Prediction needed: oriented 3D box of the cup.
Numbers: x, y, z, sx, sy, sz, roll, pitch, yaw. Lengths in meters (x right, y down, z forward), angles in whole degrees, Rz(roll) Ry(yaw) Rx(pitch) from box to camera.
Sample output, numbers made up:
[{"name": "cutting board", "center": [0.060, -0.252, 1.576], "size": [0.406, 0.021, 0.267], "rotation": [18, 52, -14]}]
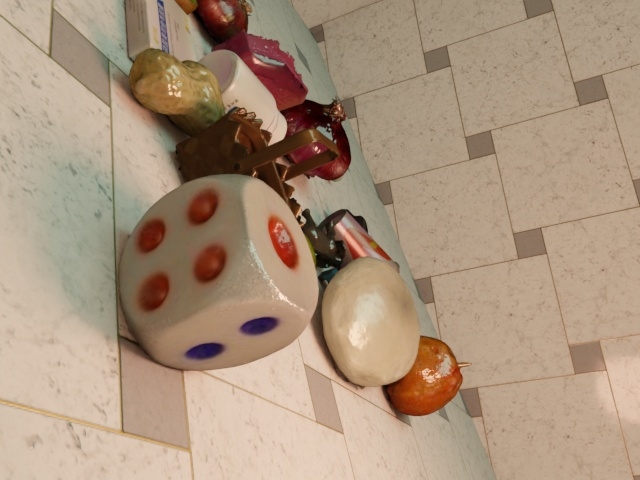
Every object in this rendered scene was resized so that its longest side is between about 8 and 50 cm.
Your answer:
[{"name": "cup", "center": [0.120, 0.040, 2.128], "size": [0.288, 0.203, 0.203], "rotation": [50, 19, -19]}]

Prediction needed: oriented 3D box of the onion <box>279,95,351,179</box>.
[{"name": "onion", "center": [-0.012, -0.385, 2.167], "size": [0.348, 0.285, 0.347], "rotation": [39, 21, -18]}]

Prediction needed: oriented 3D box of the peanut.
[{"name": "peanut", "center": [-0.309, -0.331, 1.356], "size": [0.291, 0.143, 0.159], "rotation": [30, 59, -64]}]

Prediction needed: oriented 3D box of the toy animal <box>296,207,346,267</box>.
[{"name": "toy animal", "center": [-0.003, 0.004, 1.932], "size": [0.245, 0.114, 0.146], "rotation": [20, 34, -38]}]

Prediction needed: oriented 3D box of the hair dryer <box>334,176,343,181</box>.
[{"name": "hair dryer", "center": [-0.002, -0.377, 2.634], "size": [0.206, 0.075, 0.237], "rotation": [33, 26, -51]}]

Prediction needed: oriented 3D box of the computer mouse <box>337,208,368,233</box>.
[{"name": "computer mouse", "center": [0.110, -0.035, 2.374], "size": [0.264, 0.088, 0.147], "rotation": [25, 60, -67]}]

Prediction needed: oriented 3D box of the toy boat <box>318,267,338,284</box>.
[{"name": "toy boat", "center": [0.059, 0.175, 1.925], "size": [0.185, 0.077, 0.075], "rotation": [54, 17, -3]}]

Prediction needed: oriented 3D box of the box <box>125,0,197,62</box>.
[{"name": "box", "center": [-0.392, -0.511, 1.517], "size": [0.200, 0.065, 0.343], "rotation": [44, 25, -51]}]

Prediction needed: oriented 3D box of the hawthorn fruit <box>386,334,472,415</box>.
[{"name": "hawthorn fruit", "center": [0.354, 0.435, 2.024], "size": [0.277, 0.298, 0.277], "rotation": [-14, 90, -82]}]

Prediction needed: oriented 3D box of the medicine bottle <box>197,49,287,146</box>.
[{"name": "medicine bottle", "center": [-0.218, -0.372, 1.672], "size": [0.293, 0.170, 0.170], "rotation": [39, 29, -56]}]

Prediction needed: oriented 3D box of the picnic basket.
[{"name": "picnic basket", "center": [-0.123, -0.151, 1.368], "size": [0.291, 0.321, 0.254], "rotation": [68, 12, 7]}]

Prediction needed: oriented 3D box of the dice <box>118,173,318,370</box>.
[{"name": "dice", "center": [-0.165, 0.055, 1.015], "size": [0.243, 0.251, 0.259], "rotation": [40, 28, -52]}]

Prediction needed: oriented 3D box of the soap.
[{"name": "soap", "center": [-0.189, -0.523, 1.945], "size": [0.325, 0.220, 0.127], "rotation": [36, 40, -61]}]

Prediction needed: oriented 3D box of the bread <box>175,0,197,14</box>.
[{"name": "bread", "center": [-0.435, -0.735, 1.692], "size": [0.236, 0.070, 0.236], "rotation": [57, 11, -17]}]

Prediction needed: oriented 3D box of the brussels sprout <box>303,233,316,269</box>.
[{"name": "brussels sprout", "center": [-0.080, 0.051, 1.502], "size": [0.181, 0.144, 0.161], "rotation": [-36, 143, -57]}]

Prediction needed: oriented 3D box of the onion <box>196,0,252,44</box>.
[{"name": "onion", "center": [-0.323, -0.745, 1.986], "size": [0.248, 0.161, 0.248], "rotation": [41, 10, -9]}]

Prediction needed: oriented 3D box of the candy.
[{"name": "candy", "center": [0.156, 0.239, 1.777], "size": [0.427, 0.186, 0.386], "rotation": [-15, 87, -55]}]
